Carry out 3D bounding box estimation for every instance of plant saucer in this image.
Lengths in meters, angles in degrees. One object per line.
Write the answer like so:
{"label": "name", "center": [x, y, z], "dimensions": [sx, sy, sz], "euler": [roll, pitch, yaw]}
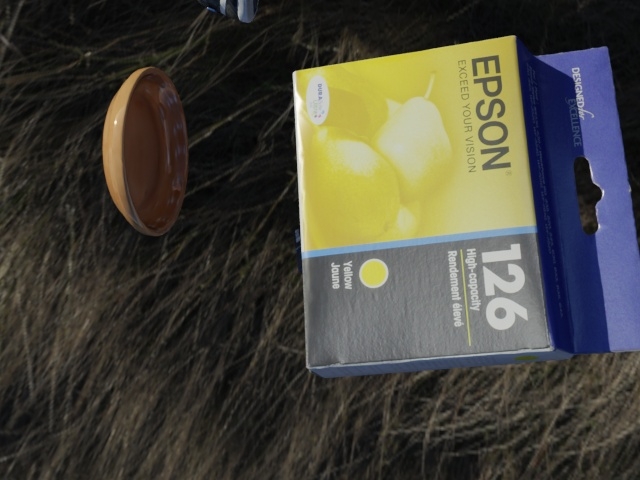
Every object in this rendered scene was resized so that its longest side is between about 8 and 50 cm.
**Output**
{"label": "plant saucer", "center": [-0.209, -0.105, 1.021], "dimensions": [0.037, 0.200, 0.200], "euler": [2, 122, 11]}

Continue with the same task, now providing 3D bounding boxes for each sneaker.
{"label": "sneaker", "center": [-0.174, -0.477, 1.456], "dimensions": [0.121, 0.079, 0.217], "euler": [15, 135, 12]}

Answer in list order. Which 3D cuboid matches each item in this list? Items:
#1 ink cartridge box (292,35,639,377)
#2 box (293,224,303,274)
{"label": "ink cartridge box", "center": [0.131, -0.036, 0.804], "dimensions": [0.307, 0.304, 0.072], "euler": [-8, 163, 16]}
{"label": "box", "center": [0.000, 0.000, 1.070], "dimensions": [0.067, 0.083, 0.018], "euler": [-32, 126, 18]}
